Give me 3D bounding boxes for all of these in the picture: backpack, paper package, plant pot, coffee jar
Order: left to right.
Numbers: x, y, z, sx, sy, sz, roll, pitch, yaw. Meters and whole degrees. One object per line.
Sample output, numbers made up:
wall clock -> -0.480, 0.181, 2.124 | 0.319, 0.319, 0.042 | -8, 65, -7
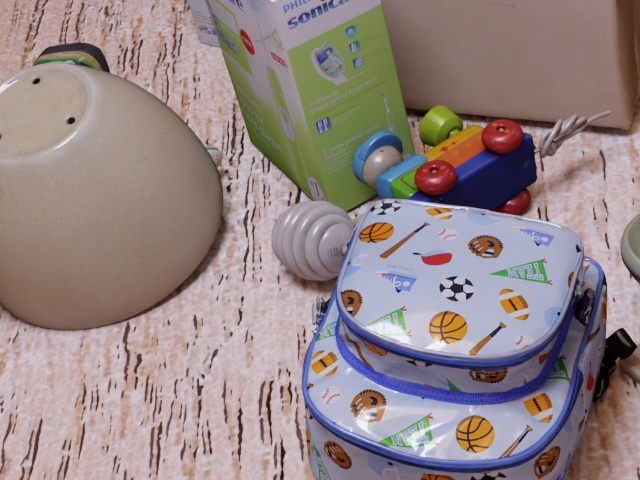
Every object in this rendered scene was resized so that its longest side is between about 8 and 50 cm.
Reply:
coffee jar -> -0.331, -0.173, 1.720 | 0.096, 0.079, 0.184 | -4, 41, 18
plant pot -> -0.265, -0.074, 1.444 | 0.284, 0.191, 0.284 | -8, 53, 11
backpack -> 0.107, 0.106, 1.130 | 0.277, 0.213, 0.263 | 6, 49, 17
paper package -> 0.200, -0.296, 1.508 | 0.325, 0.309, 0.168 | 9, 42, 26

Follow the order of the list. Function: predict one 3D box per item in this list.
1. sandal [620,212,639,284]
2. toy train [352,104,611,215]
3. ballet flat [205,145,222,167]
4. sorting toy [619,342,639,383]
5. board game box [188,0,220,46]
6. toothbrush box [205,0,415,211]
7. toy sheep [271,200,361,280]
sandal -> 0.390, 0.024, 1.161 | 0.303, 0.086, 0.120 | 18, 48, 34
toy train -> 0.165, -0.100, 1.441 | 0.248, 0.105, 0.143 | -32, 44, -19
ballet flat -> -0.188, -0.062, 1.573 | 0.168, 0.057, 0.052 | -15, 66, 7
sorting toy -> 0.357, 0.099, 1.190 | 0.132, 0.046, 0.274 | -31, 42, -19
board game box -> -0.096, -0.392, 1.751 | 0.144, 0.275, 0.142 | 18, 50, 34
toothbrush box -> -0.017, -0.199, 1.486 | 0.122, 0.283, 0.206 | -28, 41, -16
toy sheep -> 0.000, 0.000, 1.399 | 0.091, 0.091, 0.132 | -39, 26, -27
